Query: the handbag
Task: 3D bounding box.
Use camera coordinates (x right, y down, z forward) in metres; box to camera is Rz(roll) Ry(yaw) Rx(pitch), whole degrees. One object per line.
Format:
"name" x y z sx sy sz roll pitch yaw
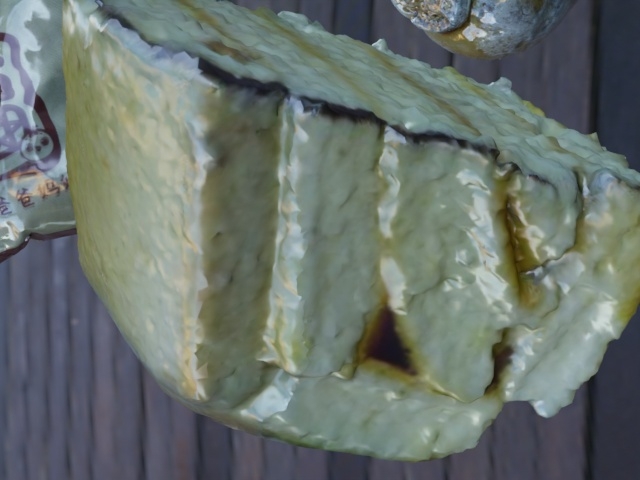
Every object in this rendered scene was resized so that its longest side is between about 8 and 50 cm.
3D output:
"handbag" -0.249 -0.091 1.295 0.213 0.127 0.235 -21 88 12

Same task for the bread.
"bread" -0.009 0.002 1.099 0.264 0.395 0.239 -68 29 20

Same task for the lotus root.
"lotus root" 0.206 -0.292 1.667 0.175 0.349 0.175 27 139 26
